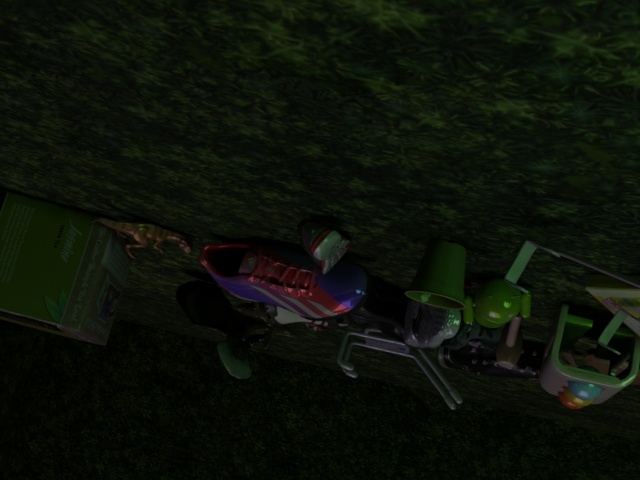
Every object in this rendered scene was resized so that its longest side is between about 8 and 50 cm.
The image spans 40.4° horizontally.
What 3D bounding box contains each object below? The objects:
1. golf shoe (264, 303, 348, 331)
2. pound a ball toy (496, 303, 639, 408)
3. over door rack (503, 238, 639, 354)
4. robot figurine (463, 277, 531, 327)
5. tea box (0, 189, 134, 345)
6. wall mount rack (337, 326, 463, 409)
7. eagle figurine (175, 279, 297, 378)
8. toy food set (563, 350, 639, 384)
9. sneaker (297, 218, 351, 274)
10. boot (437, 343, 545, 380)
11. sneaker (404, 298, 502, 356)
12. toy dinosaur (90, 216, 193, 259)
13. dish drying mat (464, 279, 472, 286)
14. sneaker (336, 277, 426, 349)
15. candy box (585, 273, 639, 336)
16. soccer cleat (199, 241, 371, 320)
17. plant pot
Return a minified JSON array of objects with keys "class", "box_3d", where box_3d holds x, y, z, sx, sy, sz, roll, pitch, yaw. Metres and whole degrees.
[{"class":"golf shoe","box_3d":[-0.011,0.112,1.639,0.120,0.105,0.273,-2,169,27]},{"class":"pound a ball toy","box_3d":[0.395,0.200,1.441,0.208,0.136,0.319,12,166,13]},{"class":"over door rack","box_3d":[0.396,0.065,0.926,0.239,0.108,0.324,31,167,-36]},{"class":"robot figurine","box_3d":[0.259,0.092,1.286,0.101,0.067,0.115,-3,166,-1]},{"class":"tea box","box_3d":[-0.566,0.055,1.715,0.323,0.220,0.329,16,167,-3]},{"class":"wall mount rack","box_3d":[0.200,0.305,2.111,0.303,0.131,0.350,13,168,8]},{"class":"eagle figurine","box_3d":[-0.181,0.186,1.922,0.225,0.227,0.298,-1,173,-36]},{"class":"toy food set","box_3d":[0.561,0.235,1.641,0.192,0.039,0.132,13,161,31]},{"class":"sneaker","box_3d":[0.000,0.000,1.258,0.065,0.061,0.158,40,172,14]},{"class":"boot","box_3d":[0.347,0.225,1.720,0.178,0.085,0.236,4,170,33]},{"class":"sneaker","box_3d":[0.230,0.133,1.419,0.153,0.101,0.268,7,171,-5]},{"class":"toy dinosaur","box_3d":[-0.327,-0.019,1.531,0.211,0.064,0.112,13,152,-35]},{"class":"dish drying mat","box_3d":[0.201,0.067,1.378,0.032,0.008,0.083,21,166,-30]},{"class":"sneaker","box_3d":[0.109,0.131,1.588,0.227,0.087,0.130,28,163,-36]},{"class":"candy box","box_3d":[0.447,0.103,1.139,0.206,0.027,0.105,36,161,-32]},{"class":"soccer cleat","box_3d":[-0.064,0.058,1.436,0.318,0.109,0.116,7,161,39]},{"class":"plant pot","box_3d":[0.162,0.043,1.162,0.083,0.079,0.083,14,168,3]}]
